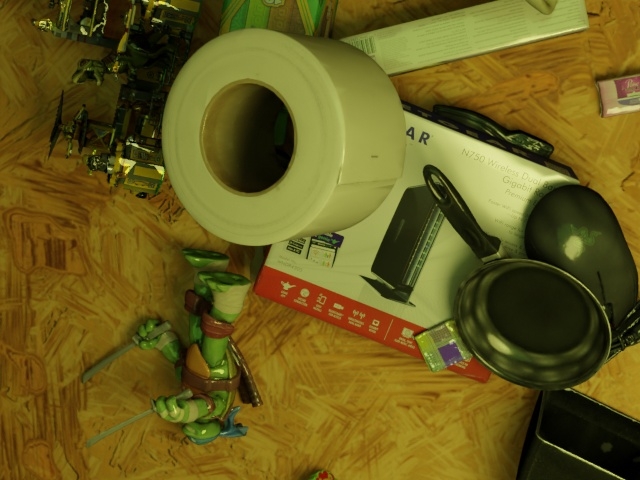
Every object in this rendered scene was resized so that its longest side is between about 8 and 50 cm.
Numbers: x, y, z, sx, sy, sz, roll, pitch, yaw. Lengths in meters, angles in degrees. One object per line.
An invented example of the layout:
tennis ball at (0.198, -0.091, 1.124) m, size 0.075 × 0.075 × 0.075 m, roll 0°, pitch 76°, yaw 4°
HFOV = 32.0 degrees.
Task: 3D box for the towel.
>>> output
towel at (0.170, 0.133, 1.446) m, size 0.083 × 0.009 × 0.060 m, roll -23°, pitch 104°, yaw 11°

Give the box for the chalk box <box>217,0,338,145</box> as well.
chalk box at (-0.065, -0.235, 1.488) m, size 0.132 × 0.132 × 0.213 m, roll 11°, pitch 97°, yaw 9°

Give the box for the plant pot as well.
plant pot at (0.337, 0.320, 1.453) m, size 0.187 × 0.188 × 0.167 m, roll 26°, pitch 112°, yaw 7°

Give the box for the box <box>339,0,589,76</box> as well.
box at (0.188, -0.271, 1.474) m, size 0.323 × 0.063 × 0.067 m, roll -13°, pitch 94°, yaw 11°

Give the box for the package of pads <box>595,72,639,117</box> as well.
package of pads at (0.405, -0.192, 1.458) m, size 0.083 × 0.032 × 0.050 m, roll -9°, pitch 95°, yaw 11°

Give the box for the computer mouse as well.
computer mouse at (0.350, 0.051, 1.401) m, size 0.188 × 0.072 × 0.272 m, roll -32°, pitch 119°, yaw 0°

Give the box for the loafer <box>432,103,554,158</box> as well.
loafer at (0.221, -0.131, 1.484) m, size 0.170 × 0.062 × 0.061 m, roll 25°, pitch 103°, yaw 8°

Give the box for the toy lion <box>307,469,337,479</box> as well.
toy lion at (0.012, 0.373, 1.552) m, size 0.034 × 0.100 × 0.096 m, roll -29°, pitch 106°, yaw 26°

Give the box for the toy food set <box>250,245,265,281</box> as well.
toy food set at (0.000, 0.000, 1.541) m, size 0.192 × 0.038 × 0.133 m, roll 1°, pitch 101°, yaw 4°

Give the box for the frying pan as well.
frying pan at (0.211, 0.058, 1.371) m, size 0.326 × 0.053 × 0.197 m, roll 40°, pitch 132°, yaw -1°

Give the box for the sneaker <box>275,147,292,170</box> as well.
sneaker at (-0.125, -0.108, 1.555) m, size 0.170 × 0.051 × 0.089 m, roll 26°, pitch 99°, yaw 12°

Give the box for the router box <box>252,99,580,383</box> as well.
router box at (0.119, -0.013, 1.457) m, size 0.335 × 0.082 × 0.301 m, roll 21°, pitch 107°, yaw -1°

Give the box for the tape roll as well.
tape roll at (-0.042, -0.122, 1.315) m, size 0.246 × 0.169 × 0.246 m, roll 3°, pitch 96°, yaw 29°

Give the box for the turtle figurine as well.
turtle figurine at (-0.207, 0.152, 1.515) m, size 0.274 × 0.198 × 0.266 m, roll 16°, pitch 105°, yaw 6°

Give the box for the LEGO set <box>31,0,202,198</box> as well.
LEGO set at (-0.289, -0.226, 1.466) m, size 0.192 × 0.255 × 0.331 m, roll 10°, pitch 110°, yaw -18°

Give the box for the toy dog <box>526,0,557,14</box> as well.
toy dog at (0.073, -0.418, 1.324) m, size 0.407 × 0.395 × 0.285 m, roll 11°, pitch 111°, yaw 22°
